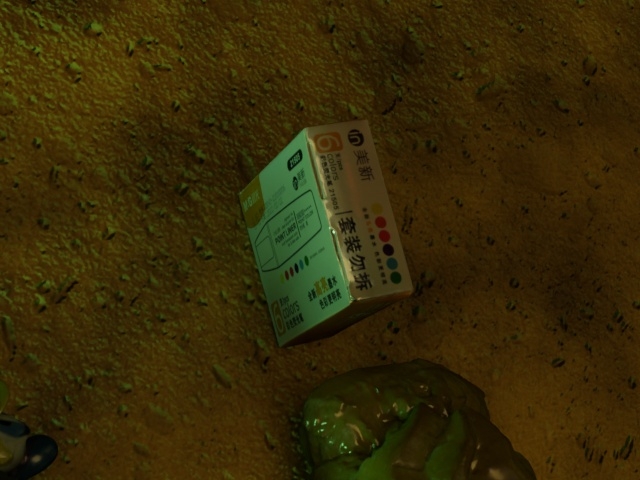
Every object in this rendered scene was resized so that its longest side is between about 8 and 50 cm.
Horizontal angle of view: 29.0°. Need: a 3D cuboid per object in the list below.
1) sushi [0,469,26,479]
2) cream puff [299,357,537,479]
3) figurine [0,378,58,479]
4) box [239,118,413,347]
[{"bbox_3d":[-0.237,0.449,1.323,0.320,0.069,0.339,17,89,2],"label":"sushi"},{"bbox_3d":[0.105,0.275,1.463,0.323,0.274,0.270,-17,89,-28],"label":"cream puff"},{"bbox_3d":[-0.449,0.231,1.321,0.338,0.204,0.283,-3,69,-37],"label":"figurine"},{"bbox_3d":[0.000,0.000,1.497,0.091,0.274,0.221,-10,77,-23],"label":"box"}]
